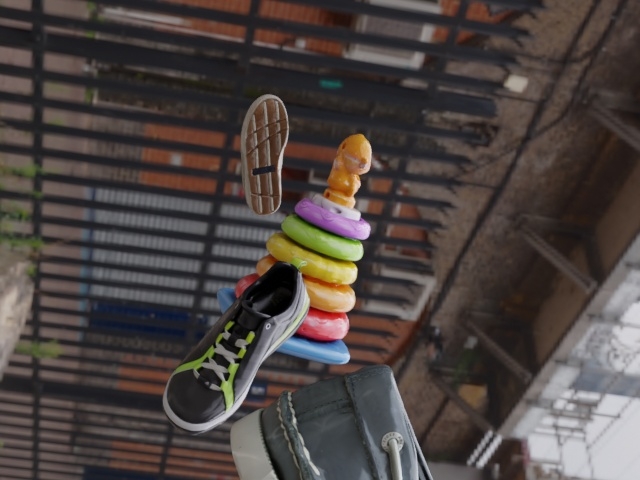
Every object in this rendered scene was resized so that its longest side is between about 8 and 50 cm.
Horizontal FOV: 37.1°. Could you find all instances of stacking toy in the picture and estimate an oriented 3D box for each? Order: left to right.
[{"bbox_3d":[0.000,0.000,1.269,0.175,0.166,0.301,38,-72,60],"label":"stacking toy"}]

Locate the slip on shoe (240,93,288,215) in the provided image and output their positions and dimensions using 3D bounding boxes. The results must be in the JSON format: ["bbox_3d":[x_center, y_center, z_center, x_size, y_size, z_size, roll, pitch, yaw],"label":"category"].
[{"bbox_3d":[-0.062,-0.094,1.022,0.041,0.051,0.135,-124,-151,-56],"label":"slip on shoe"}]

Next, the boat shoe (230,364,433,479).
[{"bbox_3d":[0.076,0.202,0.542,0.319,0.099,0.116,55,5,-19],"label":"boat shoe"}]

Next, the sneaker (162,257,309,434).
[{"bbox_3d":[-0.094,0.104,1.053,0.234,0.084,0.097,-51,160,-31],"label":"sneaker"}]
